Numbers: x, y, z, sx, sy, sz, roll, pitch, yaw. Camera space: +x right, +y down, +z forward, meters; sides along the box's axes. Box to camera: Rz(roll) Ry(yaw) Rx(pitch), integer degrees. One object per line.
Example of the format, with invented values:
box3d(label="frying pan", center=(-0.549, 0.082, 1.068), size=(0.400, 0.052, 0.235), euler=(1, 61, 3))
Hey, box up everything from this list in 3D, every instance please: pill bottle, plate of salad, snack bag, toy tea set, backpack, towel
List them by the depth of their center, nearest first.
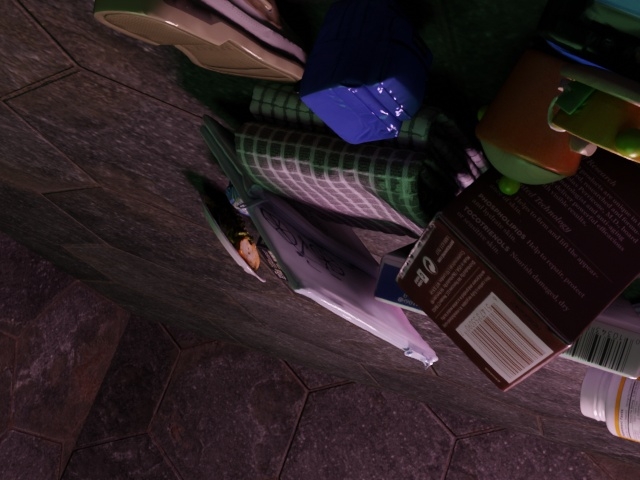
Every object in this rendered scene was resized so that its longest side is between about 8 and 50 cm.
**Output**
box3d(label="toy tea set", center=(0.233, -0.053, 0.634), size=(0.200, 0.124, 0.336), euler=(22, -164, -4))
box3d(label="backpack", center=(0.050, -0.162, 0.751), size=(0.101, 0.120, 0.098), euler=(-4, 150, 34))
box3d(label="towel", center=(0.062, -0.072, 0.971), size=(0.235, 0.121, 0.284), euler=(12, 169, 29))
box3d(label="snack bag", center=(0.000, 0.000, 1.098), size=(0.323, 0.037, 0.342), euler=(34, -162, -46))
box3d(label="pill bottle", center=(0.496, 0.241, 1.192), size=(0.215, 0.117, 0.117), euler=(10, 160, 38))
box3d(label="plate of salad", center=(-0.149, -0.012, 1.473), size=(0.200, 0.048, 0.200), euler=(54, -178, -3))

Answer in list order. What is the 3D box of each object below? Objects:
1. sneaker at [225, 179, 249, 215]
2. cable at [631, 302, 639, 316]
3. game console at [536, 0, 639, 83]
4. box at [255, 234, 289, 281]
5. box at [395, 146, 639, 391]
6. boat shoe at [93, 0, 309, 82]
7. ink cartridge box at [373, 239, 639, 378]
box3d(label="sneaker", center=(-0.112, -0.077, 1.278), size=(0.081, 0.080, 0.211), euler=(16, 163, 11))
box3d(label="cable", center=(0.576, 0.170, 1.232), size=(0.257, 0.089, 0.257), euler=(6, 158, 39))
box3d(label="game console", center=(0.316, -0.159, 0.546), size=(0.293, 0.173, 0.250), euler=(27, -164, 12))
box3d(label="box", center=(-0.020, 0.027, 1.500), size=(0.147, 0.077, 0.180), euler=(16, 162, 16))
box3d(label="box", center=(0.215, 0.010, 0.825), size=(0.167, 0.203, 0.168), euler=(46, 156, 12))
box3d(label="boat shoe", center=(-0.086, -0.217, 0.764), size=(0.113, 0.103, 0.302), euler=(8, -179, 21))
box3d(label="ink cartridge box", center=(0.259, 0.078, 1.121), size=(0.324, 0.071, 0.330), euler=(16, -173, 14))
